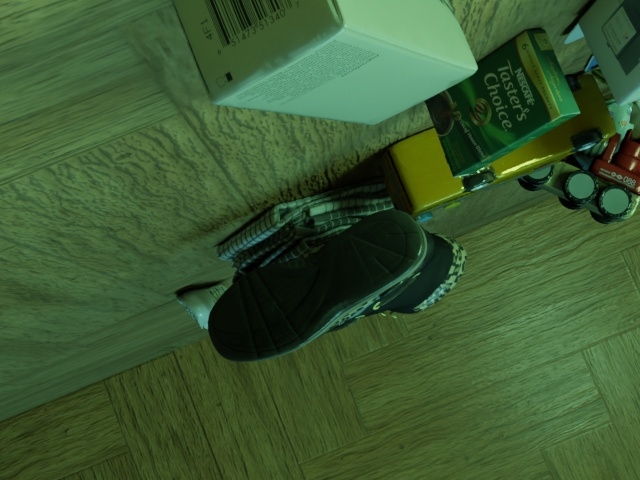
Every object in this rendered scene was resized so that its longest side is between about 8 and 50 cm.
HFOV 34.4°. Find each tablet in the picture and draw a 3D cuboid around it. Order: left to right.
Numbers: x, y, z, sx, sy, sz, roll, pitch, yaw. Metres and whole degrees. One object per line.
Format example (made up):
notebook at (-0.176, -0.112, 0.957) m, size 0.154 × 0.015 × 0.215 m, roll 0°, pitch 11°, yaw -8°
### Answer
tablet at (0.408, -0.263, 1.480) m, size 0.054 × 0.006 × 0.083 m, roll -22°, pitch 172°, yaw 4°

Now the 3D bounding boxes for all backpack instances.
backpack at (0.510, -0.176, 1.884) m, size 0.182 × 0.152 × 0.115 m, roll -36°, pitch -173°, yaw 3°

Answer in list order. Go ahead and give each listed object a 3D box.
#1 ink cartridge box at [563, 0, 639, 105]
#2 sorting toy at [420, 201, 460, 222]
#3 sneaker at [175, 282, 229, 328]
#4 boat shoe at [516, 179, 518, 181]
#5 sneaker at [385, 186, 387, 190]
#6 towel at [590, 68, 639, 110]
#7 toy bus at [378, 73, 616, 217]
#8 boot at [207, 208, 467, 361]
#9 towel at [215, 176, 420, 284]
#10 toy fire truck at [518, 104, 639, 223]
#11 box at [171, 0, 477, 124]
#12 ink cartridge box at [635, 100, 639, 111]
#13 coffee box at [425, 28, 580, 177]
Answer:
ink cartridge box at (0.418, -0.258, 1.103) m, size 0.207 × 0.119 × 0.353 m, roll -22°, pitch 173°, yaw -8°
sorting toy at (0.221, -0.074, 2.141) m, size 0.348 × 0.047 × 0.196 m, roll -28°, pitch 171°, yaw 34°
sneaker at (-0.237, 0.128, 2.183) m, size 0.095 × 0.090 × 0.235 m, roll -35°, pitch 176°, yaw -1°
boat shoe at (0.533, -0.180, 2.040) m, size 0.341 × 0.110 × 0.121 m, roll -22°, pitch 173°, yaw 1°
sneaker at (0.183, -0.099, 1.714) m, size 0.229 × 0.086 × 0.132 m, roll -19°, pitch 175°, yaw -29°
towel at (0.495, -0.235, 1.579) m, size 0.237 × 0.102 × 0.021 m, roll -16°, pitch 138°, yaw -53°
toy bus at (0.264, -0.139, 1.549) m, size 0.333 × 0.108 × 0.130 m, roll -21°, pitch 172°, yaw -10°
boot at (0.039, 0.079, 1.610) m, size 0.377 × 0.138 × 0.284 m, roll -32°, pitch 163°, yaw 21°
towel at (0.000, 0.000, 1.739) m, size 0.284 × 0.121 × 0.235 m, roll -16°, pitch 170°, yaw -38°
toy fire truck at (0.474, -0.177, 1.764) m, size 0.246 × 0.217 × 0.158 m, roll -64°, pitch 171°, yaw -1°
box at (0.015, -0.154, 0.766) m, size 0.113 × 0.094 × 0.275 m, roll -25°, pitch 173°, yaw 23°
ink cartridge box at (0.482, -0.206, 1.337) m, size 0.148 × 0.203 × 0.086 m, roll -26°, pitch 171°, yaw 21°
coffee box at (0.212, -0.161, 1.236) m, size 0.040 × 0.113 × 0.184 m, roll -12°, pitch 169°, yaw -41°
